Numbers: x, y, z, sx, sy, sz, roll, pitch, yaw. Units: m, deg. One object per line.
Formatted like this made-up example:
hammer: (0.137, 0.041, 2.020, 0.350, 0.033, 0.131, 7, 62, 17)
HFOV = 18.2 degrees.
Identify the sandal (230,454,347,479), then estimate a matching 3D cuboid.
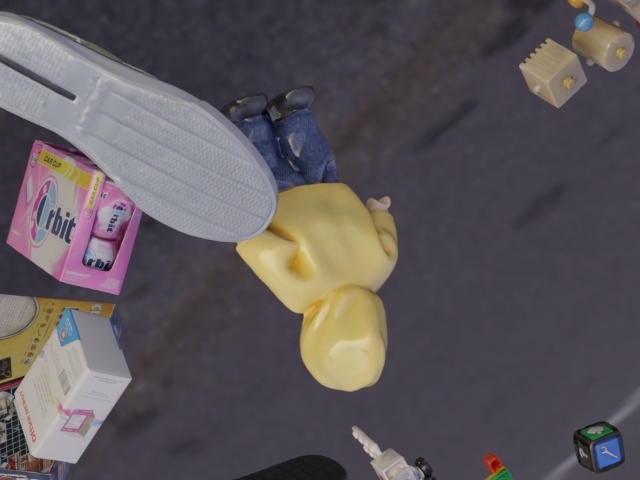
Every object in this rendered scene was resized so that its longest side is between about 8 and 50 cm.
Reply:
sandal: (-0.056, 0.196, 1.390, 0.179, 0.067, 0.040, -14, 121, -35)

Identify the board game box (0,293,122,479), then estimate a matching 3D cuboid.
board game box: (-0.320, 0.158, 2.092, 0.243, 0.165, 0.042, -73, 162, -45)

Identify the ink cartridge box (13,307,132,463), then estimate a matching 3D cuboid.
ink cartridge box: (-0.240, 0.141, 1.920, 0.052, 0.088, 0.122, 16, 123, -34)

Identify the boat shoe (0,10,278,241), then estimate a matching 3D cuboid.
boat shoe: (-0.163, -0.109, 1.700, 0.109, 0.302, 0.094, -54, -173, 20)

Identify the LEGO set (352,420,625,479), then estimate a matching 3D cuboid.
LEGO set: (0.085, 0.207, 1.118, 0.182, 0.060, 0.244, 13, 98, -25)

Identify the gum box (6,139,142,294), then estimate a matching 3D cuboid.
gum box: (-0.228, -0.023, 1.872, 0.062, 0.188, 0.107, 14, 95, -27)

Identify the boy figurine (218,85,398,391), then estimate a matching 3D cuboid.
boy figurine: (0.000, 0.000, 1.815, 0.177, 0.285, 0.092, -14, 167, -37)

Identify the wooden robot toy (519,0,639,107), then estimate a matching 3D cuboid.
wooden robot toy: (0.180, -0.168, 1.280, 0.173, 0.079, 0.076, -56, 140, 1)
